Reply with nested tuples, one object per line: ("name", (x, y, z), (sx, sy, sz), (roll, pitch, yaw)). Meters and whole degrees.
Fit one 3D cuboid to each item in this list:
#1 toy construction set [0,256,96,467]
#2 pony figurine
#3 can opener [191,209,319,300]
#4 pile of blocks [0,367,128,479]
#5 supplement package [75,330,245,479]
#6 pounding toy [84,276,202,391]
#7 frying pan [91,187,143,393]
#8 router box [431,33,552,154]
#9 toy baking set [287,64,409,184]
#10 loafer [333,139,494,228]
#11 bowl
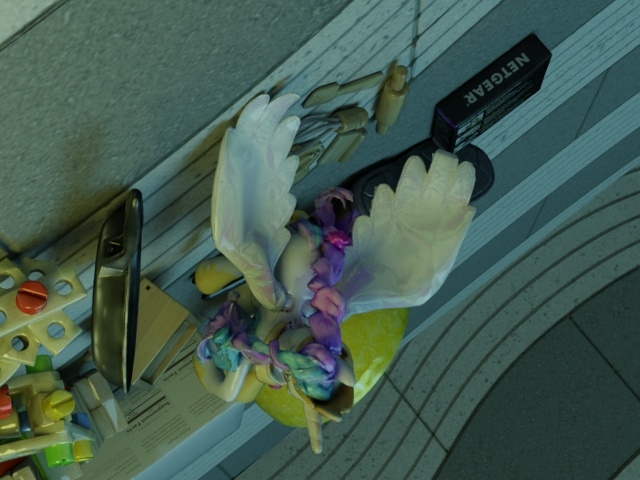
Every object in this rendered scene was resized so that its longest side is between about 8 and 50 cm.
("toy construction set", (-0.322, 0.154, 1.356), (0.215, 0.151, 0.327), (-8, 148, -18))
("pony figurine", (-0.022, 0.041, 1.499), (0.363, 0.303, 0.350), (0, -104, 68))
("can opener", (-0.082, 0.021, 1.780), (0.186, 0.059, 0.073), (-36, 168, -16))
("pile of blocks", (-0.353, 0.242, 1.637), (0.149, 0.112, 0.362), (-22, -171, 15))
("supplement package", (-0.255, 0.270, 1.965), (0.262, 0.145, 0.204), (-34, 167, -18))
("pounding toy", (-0.228, 0.118, 1.670), (0.130, 0.100, 0.141), (-52, 171, -7))
("frying pan", (-0.194, 0.054, 1.301), (0.053, 0.197, 0.326), (3, 179, -4))
("router box", (0.242, -0.204, 1.935), (0.179, 0.046, 0.133), (-37, 167, -9))
("toy baking set", (0.026, -0.132, 1.610), (0.197, 0.030, 0.256), (-34, 167, -22))
("loafer", (0.131, -0.077, 1.992), (0.303, 0.109, 0.095), (-18, 176, -43))
("bowl", (-0.034, 0.093, 1.859), (0.289, 0.289, 0.156), (-42, 126, 14))
